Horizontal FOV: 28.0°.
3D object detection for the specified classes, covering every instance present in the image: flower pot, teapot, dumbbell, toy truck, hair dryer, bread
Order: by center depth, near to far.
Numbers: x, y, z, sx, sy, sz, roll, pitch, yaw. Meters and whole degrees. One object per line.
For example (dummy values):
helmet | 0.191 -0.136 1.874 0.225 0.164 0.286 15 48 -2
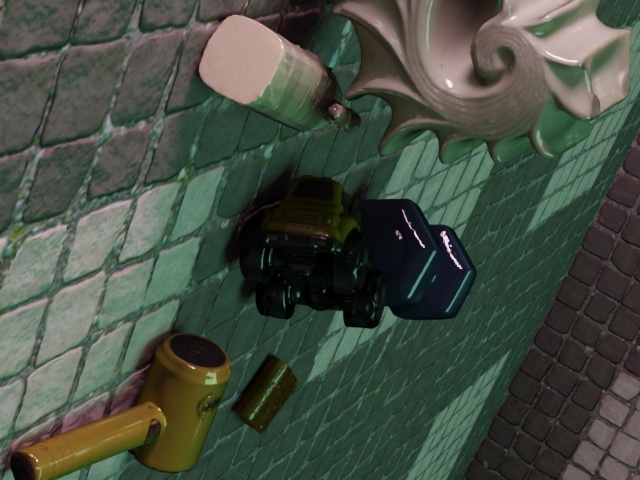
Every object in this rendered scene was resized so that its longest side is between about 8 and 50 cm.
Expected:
flower pot | 0.137 -0.256 1.177 0.164 0.254 0.367 -34 119 -49
teapot | -0.026 -0.146 1.225 0.077 0.107 0.200 -62 162 5
hair dryer | -0.206 0.190 1.334 0.279 0.090 0.135 -15 134 -56
toy truck | 0.000 0.000 1.500 0.224 0.147 0.165 67 32 -64
bread | -0.074 0.212 1.763 0.094 0.035 0.090 -54 161 -12
dumbbell | 0.120 0.033 1.816 0.144 0.160 0.325 -32 165 10
